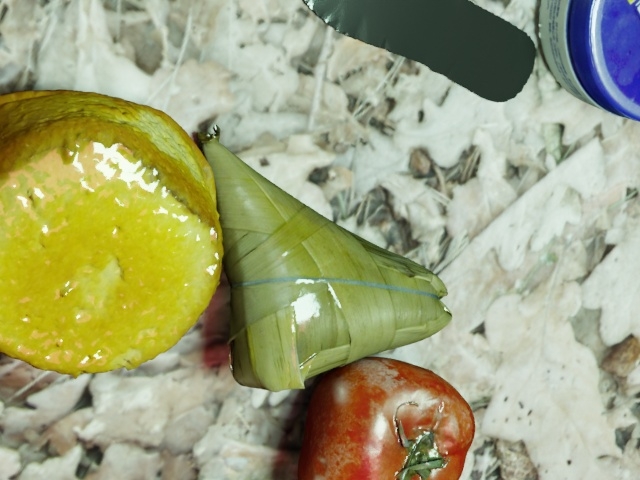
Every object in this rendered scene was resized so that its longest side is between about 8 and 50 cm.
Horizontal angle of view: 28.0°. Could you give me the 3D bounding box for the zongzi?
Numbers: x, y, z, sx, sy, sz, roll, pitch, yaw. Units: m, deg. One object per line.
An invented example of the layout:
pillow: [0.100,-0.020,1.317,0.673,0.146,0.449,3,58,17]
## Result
zongzi: [0.000,0.000,1.241,0.228,0.115,0.256,-15,89,-35]

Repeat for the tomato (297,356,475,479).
tomato: [0.062,0.208,1.290,0.187,0.151,0.187,3,84,-34]

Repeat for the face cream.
face cream: [0.327,-0.226,1.299,0.206,0.111,0.205,-8,109,-23]

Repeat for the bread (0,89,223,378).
bread: [-0.209,-0.003,1.095,0.269,0.145,0.268,-7,113,-17]

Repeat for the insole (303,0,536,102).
insole: [0.088,-0.225,1.244,0.322,0.007,0.109,24,97,-30]
